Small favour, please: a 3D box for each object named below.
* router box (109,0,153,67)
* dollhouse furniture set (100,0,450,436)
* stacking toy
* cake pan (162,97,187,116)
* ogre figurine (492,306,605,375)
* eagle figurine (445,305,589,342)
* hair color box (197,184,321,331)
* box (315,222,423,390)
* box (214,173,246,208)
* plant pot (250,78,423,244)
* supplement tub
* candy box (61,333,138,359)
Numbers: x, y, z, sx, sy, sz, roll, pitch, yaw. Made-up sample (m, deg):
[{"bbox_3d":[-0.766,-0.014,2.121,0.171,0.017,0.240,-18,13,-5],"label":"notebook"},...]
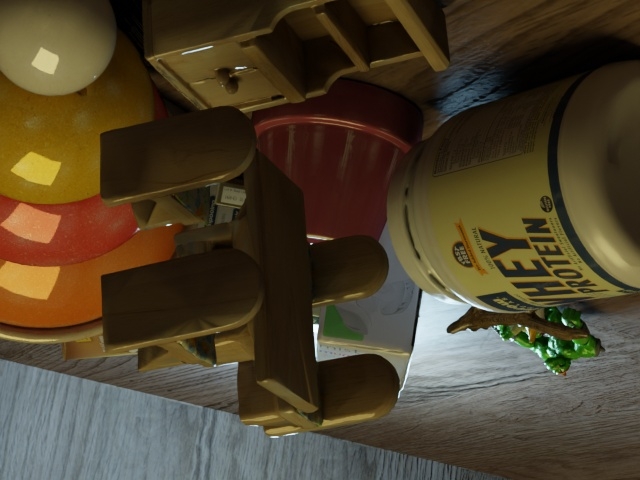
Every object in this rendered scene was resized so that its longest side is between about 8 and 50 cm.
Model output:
[{"bbox_3d":[-0.149,-0.229,1.676,0.133,0.046,0.179,4,163,16],"label":"router box"},{"bbox_3d":[-0.010,-0.050,1.512,0.256,0.394,0.362,-12,157,18],"label":"dollhouse furniture set"},{"bbox_3d":[-0.267,-0.119,1.629,0.350,0.350,0.480,11,158,-9],"label":"stacking toy"},{"bbox_3d":[-0.284,-0.136,2.044,0.293,0.054,0.293,8,163,2],"label":"cake pan"},{"bbox_3d":[0.376,0.152,2.620,0.118,0.097,0.197,37,137,-23],"label":"ogre figurine"},{"bbox_3d":[0.273,0.023,2.077,0.226,0.298,0.225,35,135,8],"label":"eagle figurine"},{"bbox_3d":[-0.104,0.013,2.243,0.347,0.174,0.105,12,164,-8],"label":"hair color box"},{"bbox_3d":[0.073,0.039,2.085,0.127,0.262,0.231,8,165,3],"label":"box"},{"bbox_3d":[-0.062,-0.067,2.090,0.136,0.036,0.225,9,-171,-3],"label":"box"},{"bbox_3d":[0.009,-0.070,1.893,0.201,0.180,0.201,9,163,3],"label":"plant pot"},{"bbox_3d":[0.248,-0.047,1.747,0.235,0.235,0.325,19,160,-32],"label":"supplement tub"},{"bbox_3d":[-0.217,0.093,2.359,0.316,0.087,0.183,-5,156,-11],"label":"candy box"}]
